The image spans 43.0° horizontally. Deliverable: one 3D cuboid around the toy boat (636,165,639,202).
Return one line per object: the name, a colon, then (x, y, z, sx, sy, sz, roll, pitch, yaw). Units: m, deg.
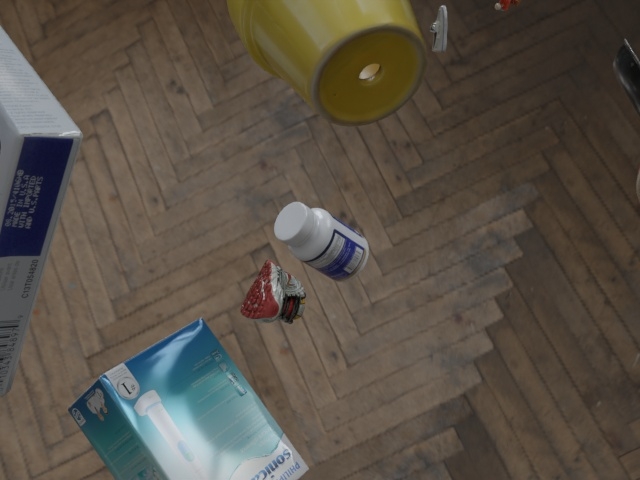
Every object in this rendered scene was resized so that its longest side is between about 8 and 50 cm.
toy boat: (0.678, -0.100, 1.426, 0.231, 0.151, 0.151, 25, 47, 10)

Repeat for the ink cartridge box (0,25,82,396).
ink cartridge box: (-0.253, -0.042, 0.570, 0.224, 0.045, 0.223, 48, 126, 35)

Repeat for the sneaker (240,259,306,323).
sneaker: (-0.062, 0.084, 1.256, 0.092, 0.225, 0.088, 30, 97, -3)

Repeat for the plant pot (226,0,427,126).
plant pot: (0.025, -0.290, 1.104, 0.254, 0.254, 0.239, -26, 54, 1)

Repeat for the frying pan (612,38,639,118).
frying pan: (0.490, -0.144, 1.127, 0.053, 0.197, 0.326, -31, 56, 25)

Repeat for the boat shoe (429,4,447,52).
boat shoe: (0.255, -0.459, 1.764, 0.035, 0.035, 0.100, 0, 103, -3)

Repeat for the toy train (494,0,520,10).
toy train: (0.375, -0.500, 1.494, 0.046, 0.166, 0.125, 26, 68, 11)

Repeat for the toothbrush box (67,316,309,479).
toothbrush box: (-0.194, 0.300, 1.221, 0.295, 0.216, 0.126, 52, 130, 6)

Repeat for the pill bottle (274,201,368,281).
pill bottle: (0.000, 0.000, 1.619, 0.112, 0.186, 0.112, -24, 50, 32)
